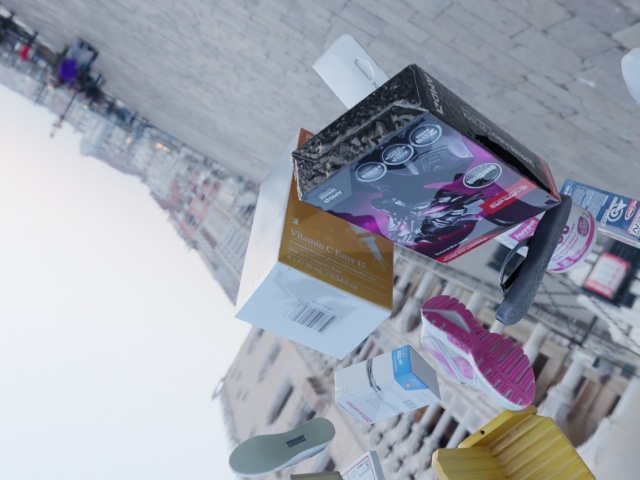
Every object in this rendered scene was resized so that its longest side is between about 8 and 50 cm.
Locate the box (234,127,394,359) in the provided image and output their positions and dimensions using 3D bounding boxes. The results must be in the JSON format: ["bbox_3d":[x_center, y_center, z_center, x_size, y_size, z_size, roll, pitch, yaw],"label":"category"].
[{"bbox_3d":[0.000,0.000,1.272,0.215,0.168,0.345,24,-137,-18],"label":"box"}]

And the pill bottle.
[{"bbox_3d":[0.452,-0.055,1.565,0.283,0.160,0.160,27,-179,-22],"label":"pill bottle"}]

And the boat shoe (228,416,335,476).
[{"bbox_3d":[-0.076,0.428,1.435,0.228,0.081,0.079,-14,-127,-23],"label":"boat shoe"}]

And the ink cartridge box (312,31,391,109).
[{"bbox_3d":[0.095,-0.267,1.312,0.158,0.092,0.218,52,-169,16],"label":"ink cartridge box"}]

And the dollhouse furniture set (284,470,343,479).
[{"bbox_3d":[-0.042,0.488,1.084,0.212,0.242,0.161,9,-140,-37],"label":"dollhouse furniture set"}]

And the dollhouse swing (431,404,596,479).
[{"bbox_3d":[0.554,0.662,2.039,0.305,0.315,0.346,33,-159,-48],"label":"dollhouse swing"}]

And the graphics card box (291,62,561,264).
[{"bbox_3d":[0.166,-0.092,1.061,0.371,0.233,0.094,24,-134,-43],"label":"graphics card box"}]

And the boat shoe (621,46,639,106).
[{"bbox_3d":[0.636,-0.230,1.217,0.306,0.105,0.113,43,-174,-14],"label":"boat shoe"}]

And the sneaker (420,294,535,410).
[{"bbox_3d":[0.277,0.213,1.283,0.252,0.103,0.111,46,148,32],"label":"sneaker"}]

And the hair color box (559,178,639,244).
[{"bbox_3d":[0.805,-0.057,1.915,0.174,0.105,0.347,21,-172,-25],"label":"hair color box"}]

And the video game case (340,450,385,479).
[{"bbox_3d":[0.111,0.657,1.640,0.025,0.204,0.285,5,-128,-30],"label":"video game case"}]

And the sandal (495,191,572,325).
[{"bbox_3d":[0.338,0.031,1.161,0.055,0.254,0.097,20,153,27],"label":"sandal"}]

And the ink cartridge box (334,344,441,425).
[{"bbox_3d":[0.146,0.320,1.564,0.139,0.191,0.082,46,-150,-39],"label":"ink cartridge box"}]
